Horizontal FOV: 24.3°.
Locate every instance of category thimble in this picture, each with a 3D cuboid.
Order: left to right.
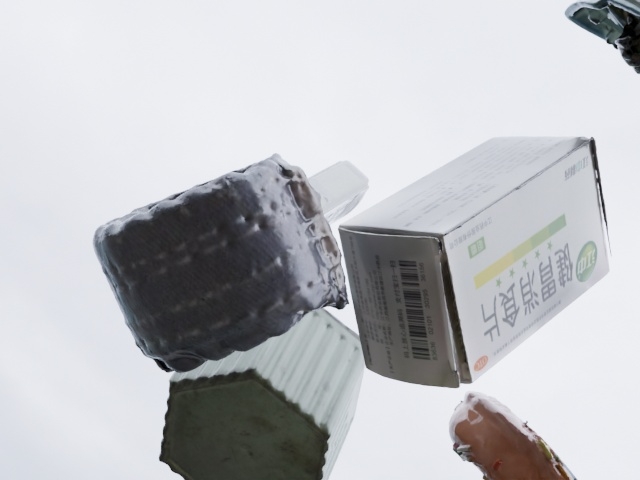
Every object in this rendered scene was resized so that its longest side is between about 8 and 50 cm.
[{"bbox_3d":[-0.096,0.023,1.464,0.236,0.205,0.172,-22,-83,31],"label":"thimble"}]

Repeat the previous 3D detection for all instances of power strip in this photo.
[{"bbox_3d":[-0.003,-0.048,2.046,0.066,0.092,0.387,43,17,3],"label":"power strip"}]

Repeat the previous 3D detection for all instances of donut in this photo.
[{"bbox_3d":[0.249,0.290,1.782,0.233,0.085,0.199,51,-6,-32],"label":"donut"}]

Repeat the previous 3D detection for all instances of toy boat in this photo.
[{"bbox_3d":[0.408,-0.221,1.763,0.145,0.133,0.332,38,5,-45],"label":"toy boat"}]

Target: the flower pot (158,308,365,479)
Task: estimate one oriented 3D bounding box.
[{"bbox_3d":[-0.070,0.201,1.836,0.209,0.189,0.239,17,-55,8],"label":"flower pot"}]

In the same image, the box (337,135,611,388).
[{"bbox_3d":[0.176,0.014,1.635,0.145,0.333,0.173,3,-67,40],"label":"box"}]
